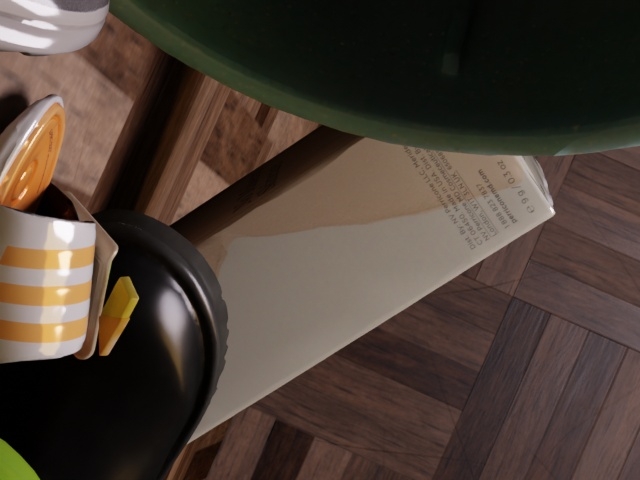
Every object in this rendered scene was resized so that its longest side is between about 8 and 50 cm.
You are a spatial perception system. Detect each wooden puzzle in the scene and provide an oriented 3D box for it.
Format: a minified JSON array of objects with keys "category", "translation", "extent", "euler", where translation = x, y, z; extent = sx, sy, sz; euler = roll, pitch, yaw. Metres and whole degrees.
[{"category":"wooden puzzle","translation":[-0.133,0.019,0.951],"extent":[0.014,0.116,0.078],"euler":[-4,130,-38]}]

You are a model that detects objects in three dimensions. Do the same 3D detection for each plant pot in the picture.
[{"category":"plant pot","translation":[0.070,-0.265,0.645],"extent":[0.341,0.341,0.334],"euler":[107,-1,-54]}]

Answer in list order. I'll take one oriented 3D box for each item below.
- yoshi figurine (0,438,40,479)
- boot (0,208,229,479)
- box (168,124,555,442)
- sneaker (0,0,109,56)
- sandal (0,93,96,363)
[{"category":"yoshi figurine","translation":[-0.194,0.190,0.592],"extent":[0.203,0.203,0.362],"euler":[4,107,-78]},{"category":"boot","translation":[-0.177,0.174,1.027],"extent":[0.260,0.131,0.348],"euler":[-59,172,-58]},{"category":"box","translation":[0.000,0.000,1.220],"extent":[0.311,0.121,0.148],"euler":[-33,-169,10]},{"category":"sneaker","translation":[-0.095,-0.147,0.405],"extent":[0.321,0.125,0.180],"euler":[-38,152,-80]},{"category":"sandal","translation":[-0.162,0.052,0.907],"extent":[0.102,0.076,0.265],"euler":[-55,168,-74]}]
